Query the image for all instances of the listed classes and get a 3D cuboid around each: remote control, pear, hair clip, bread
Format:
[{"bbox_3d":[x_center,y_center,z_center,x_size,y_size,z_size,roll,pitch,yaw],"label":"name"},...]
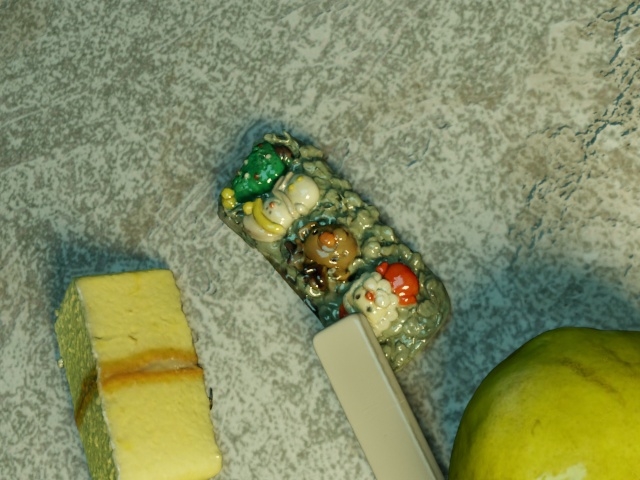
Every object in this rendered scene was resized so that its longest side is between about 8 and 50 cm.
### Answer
[{"bbox_3d":[0.072,0.197,1.312,0.067,0.029,0.261,-31,80,28],"label":"remote control"},{"bbox_3d":[0.234,0.228,1.130,0.253,0.253,0.307,-10,76,26],"label":"pear"},{"bbox_3d":[-0.001,-0.001,1.411,0.138,0.091,0.321,-48,60,5],"label":"hair clip"},{"bbox_3d":[-0.216,0.163,1.473,0.178,0.142,0.266,-22,67,4],"label":"bread"}]
